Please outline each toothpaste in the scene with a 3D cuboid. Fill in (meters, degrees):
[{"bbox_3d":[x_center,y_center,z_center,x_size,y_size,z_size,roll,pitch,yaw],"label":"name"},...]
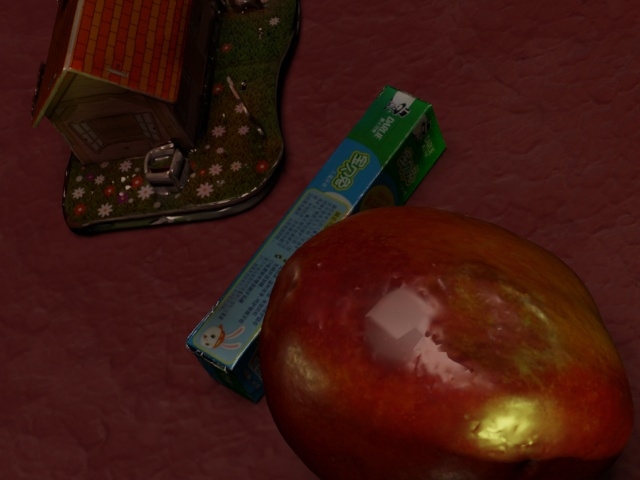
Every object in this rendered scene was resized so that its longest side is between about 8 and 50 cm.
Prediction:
[{"bbox_3d":[0.000,0.000,1.045,0.050,0.065,0.267,27,70,32],"label":"toothpaste"}]

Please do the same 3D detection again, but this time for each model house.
[{"bbox_3d":[-0.142,-0.174,1.156,0.207,0.154,0.294,-7,56,17],"label":"model house"}]

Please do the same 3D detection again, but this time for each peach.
[{"bbox_3d":[0.075,0.083,0.858,0.243,0.243,0.199,23,95,30],"label":"peach"}]
